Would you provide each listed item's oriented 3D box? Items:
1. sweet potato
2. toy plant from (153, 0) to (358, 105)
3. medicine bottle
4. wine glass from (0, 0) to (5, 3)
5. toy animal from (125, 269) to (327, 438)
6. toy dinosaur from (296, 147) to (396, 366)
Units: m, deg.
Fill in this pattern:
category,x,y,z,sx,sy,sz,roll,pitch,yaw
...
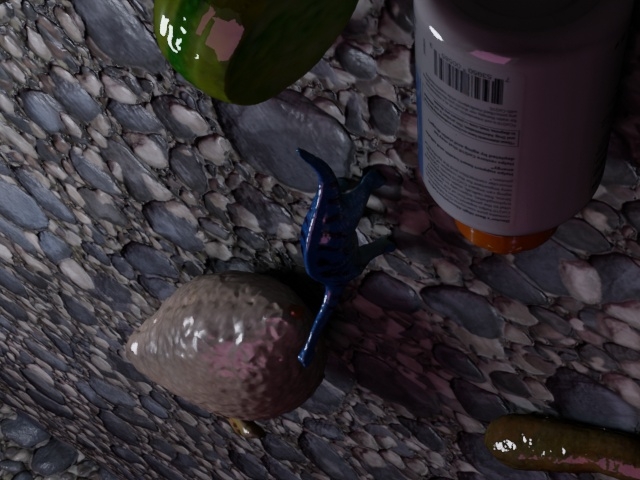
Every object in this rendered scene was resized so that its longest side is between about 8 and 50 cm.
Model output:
category,x,y,z,sx,sy,sz,roll,pitch,yaw
sweet potato,0.313,0.255,1.463,0.273,0.075,0.075,2,139,42
toy plant,-0.125,-0.274,1.034,0.316,0.184,0.224,46,151,14
medicine bottle,0.154,-0.107,0.956,0.157,0.157,0.289,24,151,20
wine glass,-0.402,-0.376,1.182,0.143,0.143,0.321,16,146,32
toy animal,-0.104,0.143,1.625,0.226,0.188,0.358,33,154,-21
toy dinosaur,0.017,-0.009,1.323,0.076,0.144,0.329,27,140,24
